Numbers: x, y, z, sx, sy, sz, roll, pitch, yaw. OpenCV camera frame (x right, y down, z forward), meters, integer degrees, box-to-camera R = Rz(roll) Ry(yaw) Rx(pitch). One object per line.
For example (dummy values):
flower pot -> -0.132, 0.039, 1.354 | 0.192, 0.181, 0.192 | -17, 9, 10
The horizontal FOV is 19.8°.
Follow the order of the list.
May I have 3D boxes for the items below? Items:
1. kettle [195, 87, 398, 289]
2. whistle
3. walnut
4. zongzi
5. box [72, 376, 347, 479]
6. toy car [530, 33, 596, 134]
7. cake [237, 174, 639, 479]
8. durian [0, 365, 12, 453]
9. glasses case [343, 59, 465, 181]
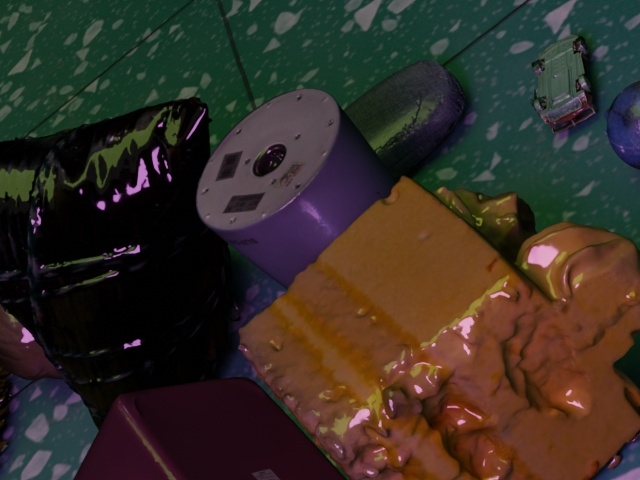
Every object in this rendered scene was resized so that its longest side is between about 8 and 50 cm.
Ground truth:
kettle -> 0.000, 0.000, 1.697 | 0.210, 0.243, 0.160 | -5, 50, 42
whistle -> 0.305, -0.098, 1.610 | 0.090, 0.090, 0.158 | -52, 35, -9
walnut -> -0.306, 0.082, 2.038 | 0.140, 0.140, 0.162 | -42, 24, 7
zongzi -> -0.261, 0.008, 1.816 | 0.362, 0.383, 0.319 | 3, 47, 11
box -> -0.070, 0.248, 1.457 | 0.294, 0.193, 0.167 | 45, 121, 33
toy car -> 0.237, -0.156, 1.788 | 0.059, 0.035, 0.122 | -28, 29, 24
cake -> 0.124, 0.090, 1.490 | 0.286, 0.222, 0.227 | -43, 35, -3
durian -> -0.451, 0.229, 2.033 | 0.169, 0.158, 0.352 | -14, 48, 55
glasses case -> 0.029, -0.082, 1.907 | 0.282, 0.067, 0.109 | -37, 38, 10
